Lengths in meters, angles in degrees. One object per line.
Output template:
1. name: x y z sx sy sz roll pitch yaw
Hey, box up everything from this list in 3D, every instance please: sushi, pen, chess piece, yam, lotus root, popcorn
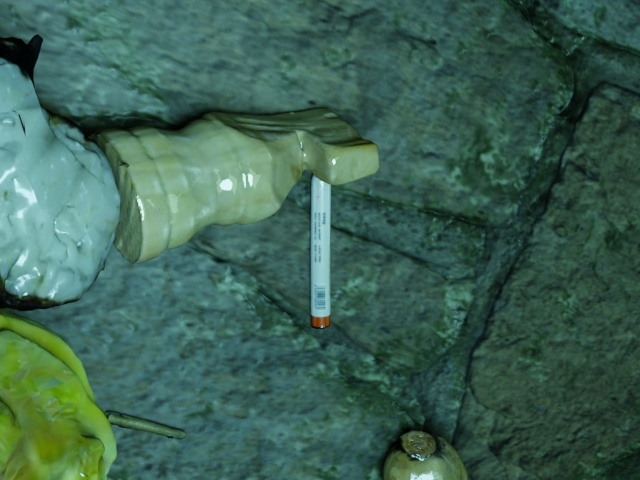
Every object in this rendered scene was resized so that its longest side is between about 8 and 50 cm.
1. sushi: -0.330 -0.067 0.785 0.348 0.208 0.234 36 58 -47
2. pen: 0.000 0.000 1.126 0.026 0.026 0.218 -11 110 -31
3. chess piece: -0.082 -0.079 0.988 0.301 0.137 0.137 -19 115 -31
4. yam: -0.196 0.208 1.069 0.107 0.014 0.014 24 91 -37
5. lotus root: 0.145 0.357 1.283 0.125 0.118 0.220 -17 112 -10
6. popcorn: -0.287 0.191 0.741 0.293 0.237 0.292 19 60 -36
